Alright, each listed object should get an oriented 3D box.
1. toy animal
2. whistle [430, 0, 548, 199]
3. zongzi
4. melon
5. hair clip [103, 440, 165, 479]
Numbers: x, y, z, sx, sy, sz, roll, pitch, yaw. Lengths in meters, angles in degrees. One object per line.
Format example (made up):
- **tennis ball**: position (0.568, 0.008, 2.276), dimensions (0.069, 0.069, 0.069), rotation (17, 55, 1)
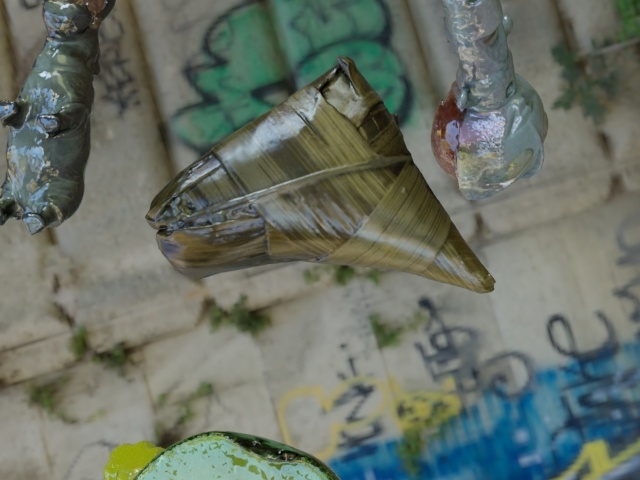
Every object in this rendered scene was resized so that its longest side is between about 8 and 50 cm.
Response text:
- **toy animal**: position (-0.335, -0.174, 1.617), dimensions (0.168, 0.106, 0.343), rotation (-10, -65, -82)
- **whistle**: position (0.182, -0.164, 1.427), dimensions (0.134, 0.142, 0.346), rotation (47, 167, 35)
- **zongzi**: position (0.000, 0.000, 1.314), dimensions (0.288, 0.286, 0.134), rotation (55, 179, 11)
- **melon**: position (-0.050, 0.256, 1.153), dimensions (0.129, 0.265, 0.169), rotation (-1, -74, -71)
- **hair clip**: position (-0.178, 0.262, 1.372), dimensions (0.173, 0.072, 0.046), rotation (26, 137, 49)
